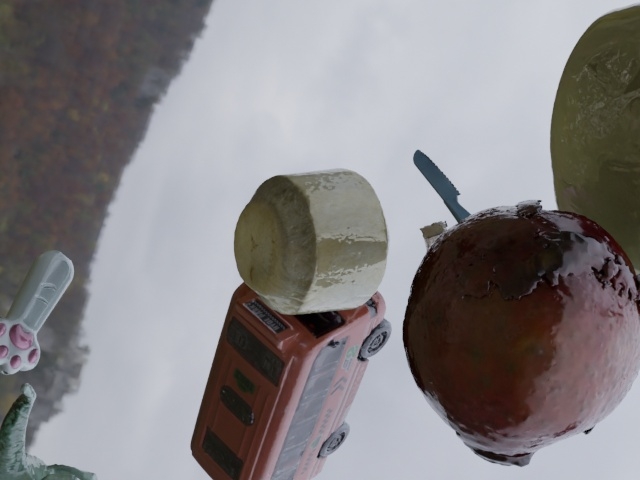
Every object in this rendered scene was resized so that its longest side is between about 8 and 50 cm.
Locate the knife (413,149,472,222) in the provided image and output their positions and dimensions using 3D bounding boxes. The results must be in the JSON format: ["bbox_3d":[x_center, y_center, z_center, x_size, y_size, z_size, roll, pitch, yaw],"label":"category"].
[{"bbox_3d":[0.258,-0.091,2.032,0.019,0.044,0.313,78,-15,-47],"label":"knife"}]

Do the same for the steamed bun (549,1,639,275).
[{"bbox_3d":[0.500,-0.111,1.404,0.371,0.290,0.456,6,-76,57],"label":"steamed bun"}]

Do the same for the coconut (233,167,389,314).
[{"bbox_3d":[0.000,0.000,1.415,0.202,0.222,0.202,13,-74,55],"label":"coconut"}]

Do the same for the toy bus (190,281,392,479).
[{"bbox_3d":[-0.063,0.224,1.663,0.203,0.233,0.427,39,-50,26],"label":"toy bus"}]

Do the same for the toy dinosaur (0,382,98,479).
[{"bbox_3d":[-0.285,0.238,1.065,0.076,0.129,0.383,-95,-153,-42],"label":"toy dinosaur"}]

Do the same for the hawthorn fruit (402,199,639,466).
[{"bbox_3d":[0.233,0.108,1.183,0.316,0.316,0.316,-162,-90,-72],"label":"hawthorn fruit"}]

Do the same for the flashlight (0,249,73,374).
[{"bbox_3d":[-0.412,0.098,1.453,0.047,0.093,0.200,-14,-139,41],"label":"flashlight"}]

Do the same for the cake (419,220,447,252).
[{"bbox_3d":[0.218,0.027,1.834,0.065,0.052,0.121,-105,178,-62],"label":"cake"}]
